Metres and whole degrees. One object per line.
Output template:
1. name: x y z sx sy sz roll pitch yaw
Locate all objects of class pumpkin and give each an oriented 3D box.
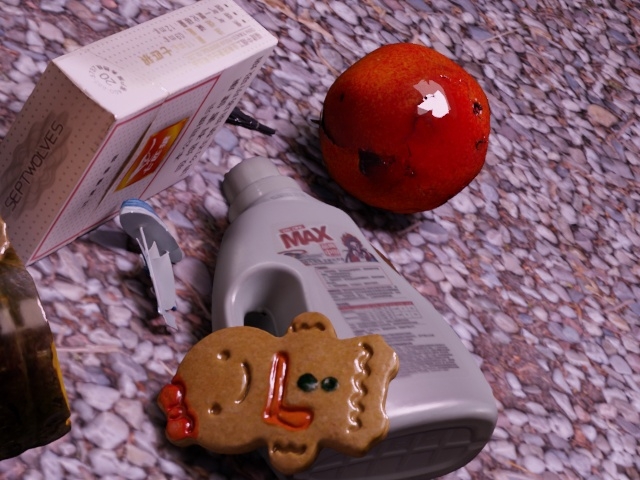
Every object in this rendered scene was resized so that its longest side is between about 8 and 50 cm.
1. pumpkin: -0.315 0.056 1.578 0.139 0.222 0.317 -17 55 -21

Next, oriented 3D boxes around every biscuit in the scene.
1. biscuit: -0.042 0.139 1.743 0.225 0.036 0.166 4 61 15

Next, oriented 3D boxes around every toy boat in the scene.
1. toy boat: -0.161 0.023 1.901 0.149 0.034 0.105 61 14 15

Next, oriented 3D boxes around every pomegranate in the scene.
1. pomegranate: 0.094 -0.137 2.224 0.210 0.210 0.235 12 8 -35

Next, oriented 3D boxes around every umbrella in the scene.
1. umbrella: -0.162 -0.181 2.176 0.269 0.044 0.044 19 64 -30

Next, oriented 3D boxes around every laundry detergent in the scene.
1. laundry detergent: -0.011 0.071 1.911 0.264 0.125 0.398 -7 50 -30

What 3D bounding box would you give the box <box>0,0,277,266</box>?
1. box: -0.199 -0.119 1.893 0.095 0.210 0.330 42 31 9

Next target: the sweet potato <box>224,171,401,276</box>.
1. sweet potato: -0.003 0.001 2.082 0.255 0.058 0.078 32 16 -5
